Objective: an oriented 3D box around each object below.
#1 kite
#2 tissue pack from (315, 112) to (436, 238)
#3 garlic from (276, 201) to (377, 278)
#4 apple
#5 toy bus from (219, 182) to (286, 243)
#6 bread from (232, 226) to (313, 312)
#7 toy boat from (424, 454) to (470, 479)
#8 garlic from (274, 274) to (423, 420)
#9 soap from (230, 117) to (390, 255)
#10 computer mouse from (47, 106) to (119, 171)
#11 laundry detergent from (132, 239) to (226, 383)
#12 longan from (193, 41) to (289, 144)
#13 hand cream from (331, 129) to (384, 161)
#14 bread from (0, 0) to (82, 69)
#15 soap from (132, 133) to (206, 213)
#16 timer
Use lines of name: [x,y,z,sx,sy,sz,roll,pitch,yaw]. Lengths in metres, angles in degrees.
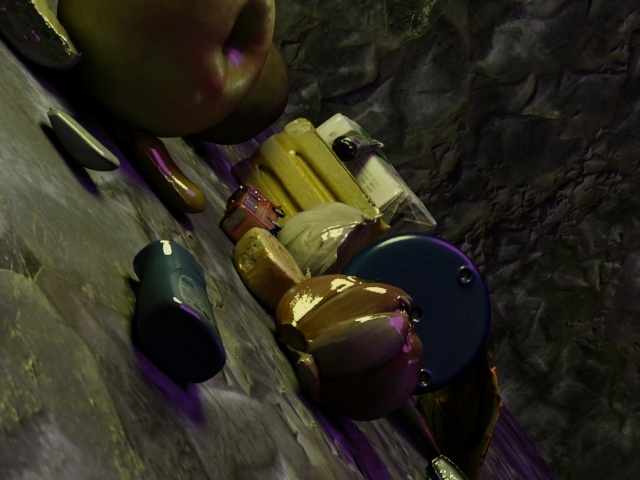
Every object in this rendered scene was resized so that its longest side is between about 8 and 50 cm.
kite: [0.238,0.269,1.882,0.327,0.013,0.378,135,-46,-62]
tissue pack: [0.059,-0.092,2.398,0.194,0.266,0.356,44,9,-44]
garlic: [0.000,0.000,1.907,0.143,0.178,0.229,36,19,14]
apple: [-0.224,-0.310,1.497,0.277,0.319,0.319,23,-3,19]
toy bus: [-0.115,-0.038,1.763,0.096,0.073,0.235,42,8,-9]
bread: [-0.074,0.040,1.565,0.122,0.073,0.149,43,9,-35]
toy boat: [0.211,0.392,1.608,0.137,0.060,0.061,48,-21,35]
garlic: [0.041,0.145,1.428,0.214,0.191,0.160,-143,-145,-65]
soap: [-0.022,-0.085,2.132,0.315,0.199,0.091,52,-1,31]
computer mouse: [-0.279,-0.111,1.196,0.110,0.032,0.056,41,3,13]
laundry detergent: [-0.142,0.058,1.034,0.096,0.061,0.206,45,7,-24]
longan: [-0.197,-0.314,2.023,0.300,0.243,0.300,28,-3,1]
hand cream: [0.077,-0.207,2.260,0.086,0.055,0.235,29,17,8]
bread: [-0.399,-0.310,1.351,0.232,0.064,0.172,53,5,29]
soap: [-0.214,-0.092,1.469,0.140,0.045,0.089,51,9,1]
timer: [0.124,0.120,1.891,0.270,0.270,0.383,50,-7,-6]
